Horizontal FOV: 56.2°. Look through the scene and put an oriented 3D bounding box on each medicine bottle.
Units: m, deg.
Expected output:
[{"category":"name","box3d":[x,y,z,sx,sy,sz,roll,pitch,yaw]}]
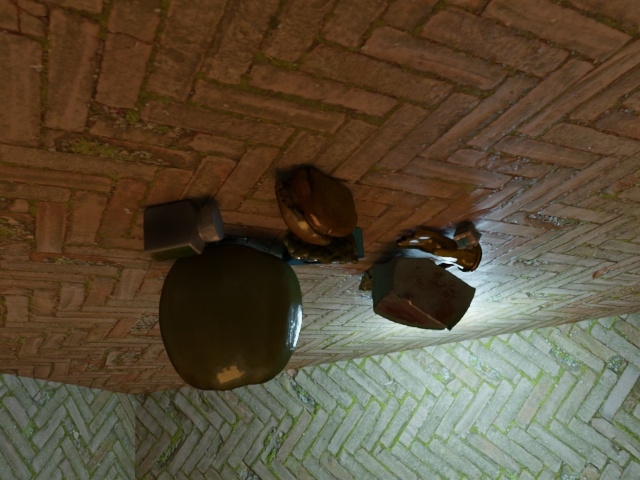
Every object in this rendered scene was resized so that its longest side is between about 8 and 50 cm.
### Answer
[{"category":"medicine bottle","box3d":[-0.351,-0.028,1.539,0.188,0.132,0.088,-10,157,7]}]

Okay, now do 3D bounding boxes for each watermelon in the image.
[{"category":"watermelon","box3d":[0.302,0.146,2.002,0.387,0.228,0.258,18,154,35]}]

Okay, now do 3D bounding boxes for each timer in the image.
[{"category":"timer","box3d":[0.002,0.030,1.906,0.231,0.091,0.250,-2,169,-14]}]

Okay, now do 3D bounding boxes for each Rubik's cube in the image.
[{"category":"Rubik's cube","box3d":[0.466,-0.009,1.892,0.075,0.073,0.084,-18,-160,49]}]

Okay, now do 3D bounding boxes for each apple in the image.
[{"category":"apple","box3d":[-0.272,0.236,1.830,0.473,0.474,0.473,-6,158,-2]}]

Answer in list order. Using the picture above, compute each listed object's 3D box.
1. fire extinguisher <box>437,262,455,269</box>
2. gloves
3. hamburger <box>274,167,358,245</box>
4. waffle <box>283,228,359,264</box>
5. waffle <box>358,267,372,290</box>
[{"category":"fire extinguisher","box3d":[0.417,0.107,2.240,0.173,0.035,0.049,-26,155,33]},{"category":"gloves","box3d":[0.374,0.026,1.951,0.294,0.116,0.133,12,148,-27]},{"category":"hamburger","box3d":[-0.015,-0.068,1.510,0.144,0.157,0.283,-18,158,28]},{"category":"waffle","box3d":[0.000,-0.003,1.653,0.204,0.223,0.054,3,118,-5]},{"category":"waffle","box3d":[0.259,0.146,2.258,0.214,0.054,0.208,4,153,-17]}]
